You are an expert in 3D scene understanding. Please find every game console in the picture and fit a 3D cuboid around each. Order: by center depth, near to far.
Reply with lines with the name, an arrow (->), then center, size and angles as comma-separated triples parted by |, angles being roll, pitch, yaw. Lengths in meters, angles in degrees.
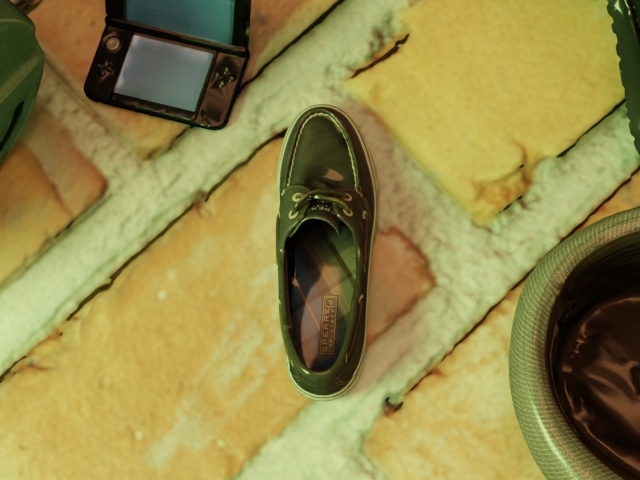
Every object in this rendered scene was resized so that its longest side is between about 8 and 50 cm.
game console -> -0.121, -0.157, 0.918 | 0.122, 0.071, 0.107 | 15, 76, 9

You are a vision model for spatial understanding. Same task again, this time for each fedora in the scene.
fedora -> 0.261, 0.103, 0.786 | 0.275, 0.124, 0.244 | 20, 74, 18

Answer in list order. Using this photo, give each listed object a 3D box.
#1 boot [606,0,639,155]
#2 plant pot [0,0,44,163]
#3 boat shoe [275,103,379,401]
boot -> 0.311, -0.186, 0.833 | 0.207, 0.094, 0.247 | -16, 76, 38
plant pot -> -0.400, -0.151, 0.822 | 0.334, 0.341, 0.341 | 38, 80, 6
boat shoe -> 0.000, 0.000, 0.861 | 0.080, 0.076, 0.229 | 3, 75, 5
